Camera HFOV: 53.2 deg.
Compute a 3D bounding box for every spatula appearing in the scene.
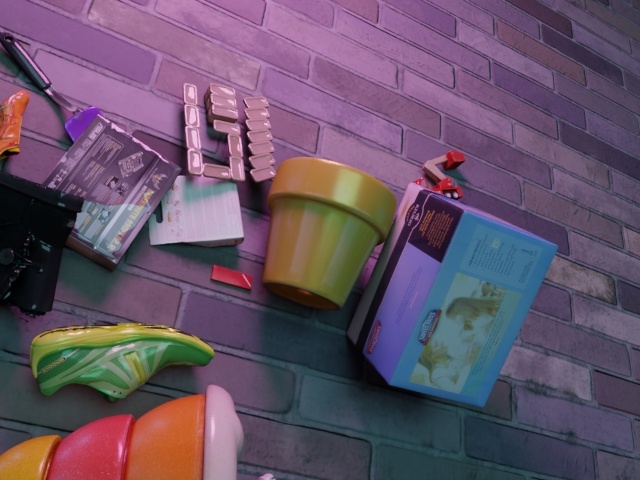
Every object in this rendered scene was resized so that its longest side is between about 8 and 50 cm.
[{"bbox_3d":[-0.500,-0.276,1.207,0.296,0.030,0.084,47,55,-3],"label":"spatula"}]

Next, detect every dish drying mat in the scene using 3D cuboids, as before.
[{"bbox_3d":[-0.172,0.072,1.248,0.083,0.008,0.032,19,60,-22],"label":"dish drying mat"}]

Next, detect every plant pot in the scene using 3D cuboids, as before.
[{"bbox_3d":[0.000,0.000,1.251,0.253,0.254,0.239,23,73,-19],"label":"plant pot"}]

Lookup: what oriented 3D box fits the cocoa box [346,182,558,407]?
[{"bbox_3d":[0.243,0.103,1.239,0.231,0.228,0.347,18,100,-23],"label":"cocoa box"}]

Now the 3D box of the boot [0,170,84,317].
[{"bbox_3d":[-0.512,-0.004,1.009,0.246,0.094,0.207,18,86,8],"label":"boot"}]

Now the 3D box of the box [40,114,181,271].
[{"bbox_3d":[-0.389,-0.088,1.155,0.183,0.056,0.231,33,61,-13],"label":"box"}]

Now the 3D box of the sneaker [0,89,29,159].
[{"bbox_3d":[-0.552,-0.186,1.121,0.067,0.064,0.175,27,67,-21],"label":"sneaker"}]

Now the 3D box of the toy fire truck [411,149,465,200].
[{"bbox_3d":[0.294,-0.156,1.605,0.191,0.047,0.135,-6,70,-31],"label":"toy fire truck"}]

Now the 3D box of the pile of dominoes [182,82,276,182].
[{"bbox_3d":[-0.193,-0.217,1.335,0.195,0.040,0.251,8,57,-28],"label":"pile of dominoes"}]

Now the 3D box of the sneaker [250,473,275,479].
[{"bbox_3d":[-0.106,0.480,1.062,0.074,0.063,0.171,6,60,-29],"label":"sneaker"}]

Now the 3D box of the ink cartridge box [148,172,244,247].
[{"bbox_3d":[-0.248,-0.056,1.258,0.179,0.045,0.146,-6,70,-13],"label":"ink cartridge box"}]

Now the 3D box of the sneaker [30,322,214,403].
[{"bbox_3d":[-0.322,0.201,1.057,0.295,0.109,0.124,4,89,-31],"label":"sneaker"}]

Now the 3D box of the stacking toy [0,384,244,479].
[{"bbox_3d":[-0.350,0.379,0.874,0.479,0.351,0.351,2,66,-9],"label":"stacking toy"}]
